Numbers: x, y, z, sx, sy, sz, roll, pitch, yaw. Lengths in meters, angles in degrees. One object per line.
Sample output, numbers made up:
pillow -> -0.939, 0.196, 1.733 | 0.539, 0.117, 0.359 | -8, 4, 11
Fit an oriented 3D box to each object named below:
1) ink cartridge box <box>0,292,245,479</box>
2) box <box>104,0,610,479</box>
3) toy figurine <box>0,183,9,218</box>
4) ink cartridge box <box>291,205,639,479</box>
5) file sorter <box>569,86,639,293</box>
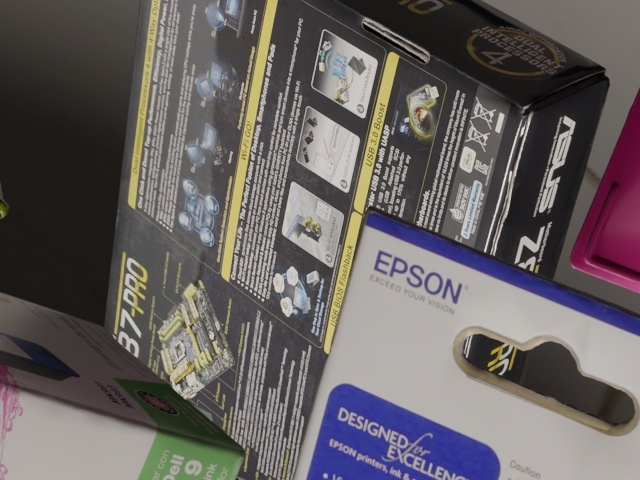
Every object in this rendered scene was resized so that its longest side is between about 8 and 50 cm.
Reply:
ink cartridge box -> -0.164, 0.074, 0.803 | 0.212, 0.154, 0.093 | 19, 97, -34
box -> 0.000, 0.000, 1.258 | 0.097, 0.318, 0.394 | -27, 138, -42
toy figurine -> -0.402, -0.144, 1.492 | 0.363, 0.191, 0.217 | 4, 61, 19
ink cartridge box -> 0.056, 0.184, 0.737 | 0.176, 0.069, 0.370 | 23, 110, 25
file sorter -> 0.268, -0.109, 0.865 | 0.202, 0.182, 0.290 | 21, 118, 4
